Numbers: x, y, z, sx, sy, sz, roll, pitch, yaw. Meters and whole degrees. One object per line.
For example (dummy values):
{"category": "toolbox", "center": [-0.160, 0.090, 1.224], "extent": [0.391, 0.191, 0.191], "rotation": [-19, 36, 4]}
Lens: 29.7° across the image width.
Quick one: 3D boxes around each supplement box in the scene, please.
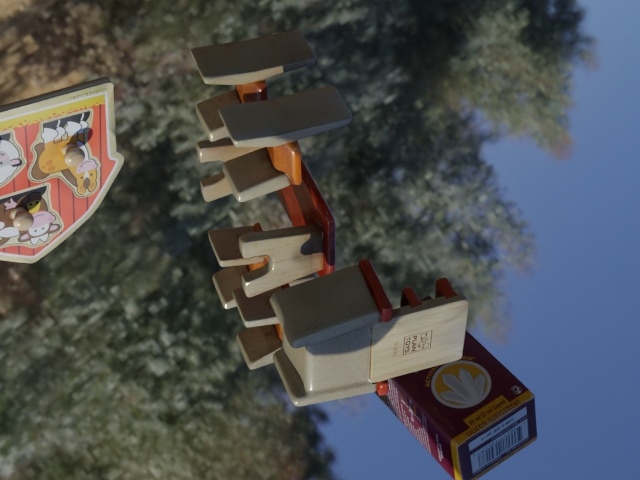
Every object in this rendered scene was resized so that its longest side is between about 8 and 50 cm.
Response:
{"category": "supplement box", "center": [0.134, 0.159, 1.301], "extent": [0.104, 0.081, 0.188], "rotation": [-29, -133, -17]}

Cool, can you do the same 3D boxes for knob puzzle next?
{"category": "knob puzzle", "center": [-0.266, -0.045, 1.109], "extent": [0.213, 0.213, 0.030], "rotation": [-36, -124, -6]}

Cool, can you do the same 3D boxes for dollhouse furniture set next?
{"category": "dollhouse furniture set", "center": [0.000, 0.000, 0.961], "extent": [0.135, 0.262, 0.259], "rotation": [-15, -133, -14]}
